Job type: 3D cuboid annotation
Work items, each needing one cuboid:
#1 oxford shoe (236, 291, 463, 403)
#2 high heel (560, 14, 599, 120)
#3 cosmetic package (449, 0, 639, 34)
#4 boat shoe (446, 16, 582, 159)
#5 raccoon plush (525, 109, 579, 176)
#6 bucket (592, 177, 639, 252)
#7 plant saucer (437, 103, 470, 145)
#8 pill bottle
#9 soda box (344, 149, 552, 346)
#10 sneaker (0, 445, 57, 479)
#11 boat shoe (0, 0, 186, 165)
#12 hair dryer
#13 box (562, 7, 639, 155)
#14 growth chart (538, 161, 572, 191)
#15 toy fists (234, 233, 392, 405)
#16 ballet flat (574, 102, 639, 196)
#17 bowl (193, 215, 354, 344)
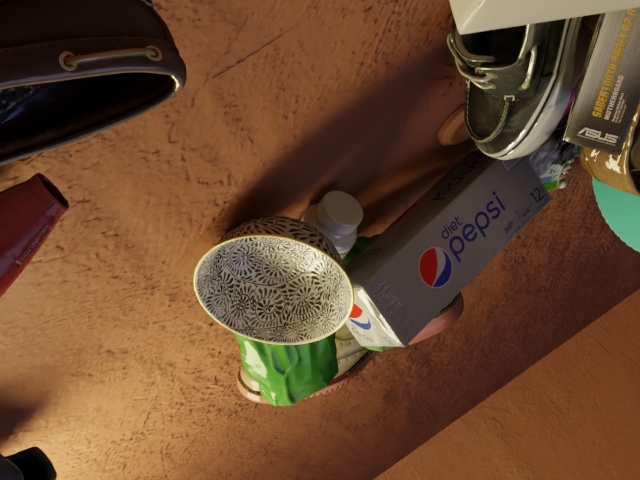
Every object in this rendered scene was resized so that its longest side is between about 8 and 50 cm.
[{"bbox_3d":[0.035,0.101,1.620,0.348,0.123,0.130,-27,133,-20],"label":"oxford shoe"},{"bbox_3d":[0.295,-0.201,1.360,0.117,0.082,0.244,-13,141,-41],"label":"high heel"},{"bbox_3d":[0.270,-0.269,0.822,0.366,0.155,0.197,-9,168,-14],"label":"cosmetic package"},{"bbox_3d":[0.175,-0.199,1.129,0.119,0.121,0.335,-19,145,-22],"label":"boat shoe"},{"bbox_3d":[0.455,-0.227,1.403,0.446,0.216,0.299,-29,152,-19],"label":"raccoon plush"},{"bbox_3d":[0.553,-0.103,1.758,0.183,0.281,0.281,-16,153,-39],"label":"bucket"},{"bbox_3d":[0.173,-0.139,1.389,0.083,0.013,0.083,-31,161,-12],"label":"plant saucer"},{"bbox_3d":[0.000,0.000,1.337,0.067,0.067,0.120,-19,155,-40],"label":"pill bottle"},{"bbox_3d":[0.140,0.003,1.410,0.286,0.091,0.098,-42,-164,-25],"label":"soda box"},{"bbox_3d":[-0.402,0.271,1.226,0.148,0.131,0.350,-47,165,11],"label":"sneaker"},{"bbox_3d":[-0.235,-0.074,0.712,0.324,0.096,0.116,-27,159,-25],"label":"boat shoe"},{"bbox_3d":[-0.311,0.024,0.843,0.293,0.080,0.223,-23,157,-33],"label":"hair dryer"},{"bbox_3d":[0.290,-0.209,1.113,0.231,0.056,0.183,-60,164,-56],"label":"box"},{"bbox_3d":[0.344,-0.130,1.695,0.172,0.021,0.237,-21,156,-34],"label":"growth chart"},{"bbox_3d":[0.018,0.081,1.474,0.279,0.096,0.142,-27,131,-22],"label":"toy fists"},{"bbox_3d":[0.385,-0.181,1.279,0.116,0.124,0.342,-16,141,-35],"label":"ballet flat"},{"bbox_3d":[-0.044,0.027,1.265,0.170,0.170,0.080,-54,-162,42],"label":"bowl"}]
